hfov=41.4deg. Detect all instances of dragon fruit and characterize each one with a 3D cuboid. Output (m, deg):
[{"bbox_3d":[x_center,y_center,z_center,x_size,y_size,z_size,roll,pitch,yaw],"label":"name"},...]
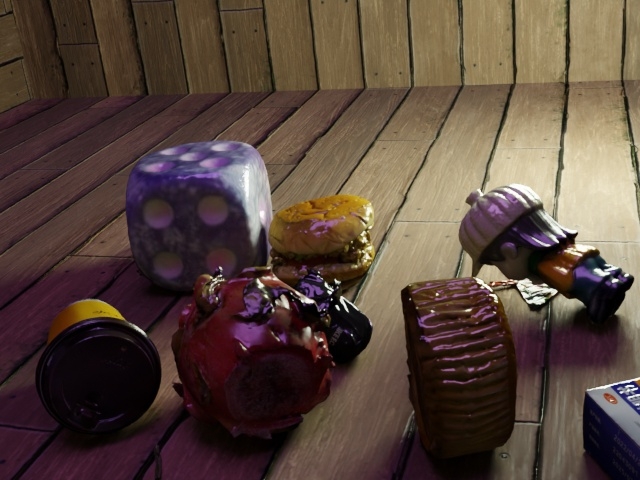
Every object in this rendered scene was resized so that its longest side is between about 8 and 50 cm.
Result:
[{"bbox_3d":[-0.116,0.159,1.361,0.250,0.269,0.291,-3,25,-18],"label":"dragon fruit"}]

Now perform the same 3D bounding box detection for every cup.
[{"bbox_3d":[-0.381,0.197,1.434,0.196,0.196,0.280,-14,16,-17],"label":"cup"}]

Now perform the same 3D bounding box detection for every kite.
[{"bbox_3d":[0.418,0.080,1.703,0.189,0.009,0.232,-7,24,-1],"label":"kite"}]

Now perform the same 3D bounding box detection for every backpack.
[{"bbox_3d":[0.008,0.143,1.496,0.165,0.120,0.106,37,48,20],"label":"backpack"}]

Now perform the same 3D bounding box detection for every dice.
[{"bbox_3d":[-0.258,-0.057,1.861,0.271,0.270,0.270,-3,23,7],"label":"dice"}]

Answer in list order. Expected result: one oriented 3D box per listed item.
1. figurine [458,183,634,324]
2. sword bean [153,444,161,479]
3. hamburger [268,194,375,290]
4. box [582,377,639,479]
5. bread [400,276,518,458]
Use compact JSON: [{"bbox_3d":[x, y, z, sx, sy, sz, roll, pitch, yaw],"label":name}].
[{"bbox_3d":[0.417,0.011,1.584,0.332,0.204,0.185,17,18,34],"label":"figurine"},{"bbox_3d":[-0.246,0.336,1.280,0.012,0.012,0.083,-10,23,-8],"label":"sword bean"},{"bbox_3d":[0.000,0.000,1.801,0.245,0.163,0.244,-6,25,3],"label":"hamburger"},{"bbox_3d":[0.537,0.262,1.136,0.300,0.106,0.200,-12,24,-9],"label":"box"},{"bbox_3d":[0.196,0.183,1.224,0.143,0.253,0.227,-12,21,-6],"label":"bread"}]
